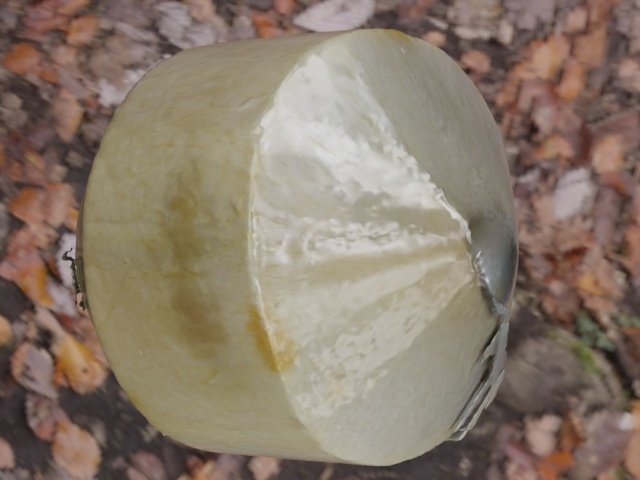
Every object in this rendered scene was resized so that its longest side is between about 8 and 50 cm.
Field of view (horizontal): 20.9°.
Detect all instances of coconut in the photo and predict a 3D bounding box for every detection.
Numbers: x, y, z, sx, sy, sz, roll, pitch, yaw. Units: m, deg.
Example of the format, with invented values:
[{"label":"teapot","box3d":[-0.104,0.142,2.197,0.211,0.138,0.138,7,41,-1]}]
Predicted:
[{"label":"coconut","box3d":[0.000,0.000,1.176,0.323,0.323,0.323,-5,103,-23]}]
